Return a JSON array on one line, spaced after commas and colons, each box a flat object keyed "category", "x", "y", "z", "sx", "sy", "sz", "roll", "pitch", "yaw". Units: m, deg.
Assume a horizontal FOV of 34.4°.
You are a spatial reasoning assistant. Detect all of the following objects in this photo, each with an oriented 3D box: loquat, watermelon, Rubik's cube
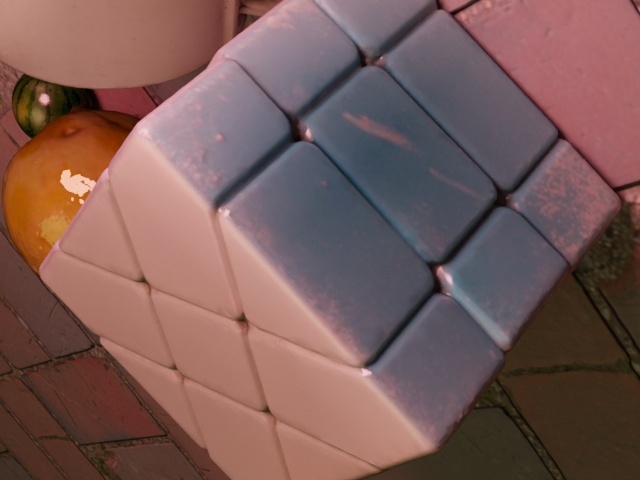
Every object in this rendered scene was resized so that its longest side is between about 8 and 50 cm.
[{"category": "loquat", "x": -0.245, "y": -0.030, "z": 1.194, "sx": 0.244, "sy": 0.244, "sz": 0.244, "roll": 27, "pitch": 141, "yaw": 24}, {"category": "watermelon", "x": -0.325, "y": -0.162, "z": 1.259, "sx": 0.109, "sy": 0.109, "sz": 0.109, "roll": 27, "pitch": 141, "yaw": 24}, {"category": "Rubik's cube", "x": 0.000, "y": 0.000, "z": 0.903, "sx": 0.322, "sy": 0.316, "sz": 0.319, "roll": 48, "pitch": 145, "yaw": -2}]

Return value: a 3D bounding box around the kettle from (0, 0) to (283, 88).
[{"category": "kettle", "x": -0.121, "y": -0.324, "z": 0.795, "sx": 0.361, "sy": 0.250, "sz": 0.376, "roll": 16, "pitch": 138, "yaw": 4}]
